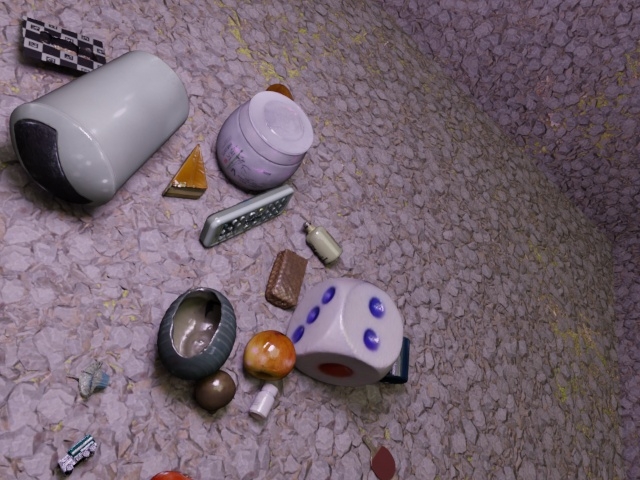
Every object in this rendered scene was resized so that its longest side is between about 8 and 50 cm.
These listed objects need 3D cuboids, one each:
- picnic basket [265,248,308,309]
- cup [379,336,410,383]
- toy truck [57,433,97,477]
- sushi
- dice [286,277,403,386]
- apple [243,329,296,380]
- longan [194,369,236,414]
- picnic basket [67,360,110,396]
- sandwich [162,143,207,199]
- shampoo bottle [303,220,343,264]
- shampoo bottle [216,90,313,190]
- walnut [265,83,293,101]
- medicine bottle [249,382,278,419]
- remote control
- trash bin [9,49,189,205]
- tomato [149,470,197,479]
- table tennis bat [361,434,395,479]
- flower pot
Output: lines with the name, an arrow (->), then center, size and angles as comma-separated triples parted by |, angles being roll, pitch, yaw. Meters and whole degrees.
picnic basket -> -0.102, 0.119, 1.507 | 0.110, 0.055, 0.193 | 30, 51, -22
cup -> 0.253, 0.404, 1.592 | 0.150, 0.113, 0.138 | 23, 57, -25
toy truck -> -0.521, 0.460, 1.022 | 0.044, 0.039, 0.083 | 43, 45, 10
sushi -> -0.731, -0.530, 1.359 | 0.215, 0.050, 0.192 | 6, 48, -40
dice -> 0.070, 0.274, 1.424 | 0.243, 0.259, 0.251 | 33, 50, -23
apple -> -0.139, 0.315, 1.322 | 0.147, 0.146, 0.146 | 17, 58, -30
longan -> -0.268, 0.389, 1.218 | 0.106, 0.106, 0.119 | -15, 116, -41
picnic basket -> -0.525, 0.312, 1.082 | 0.083, 0.065, 0.083 | 37, 51, -45
sandwich -> -0.412, -0.213, 1.420 | 0.114, 0.079, 0.163 | 2, 68, -38
shampoo bottle -> 0.000, 0.000, 1.627 | 0.162, 0.079, 0.079 | 50, 48, -6
shampoo bottle -> -0.181, -0.311, 1.523 | 0.273, 0.266, 0.272 | 17, 57, -29
walnut -> -0.153, -0.481, 1.745 | 0.116, 0.116, 0.207 | 4, 73, -36
medicine bottle -> -0.154, 0.440, 1.301 | 0.052, 0.052, 0.089 | 41, 49, -14
remote control -> -0.224, -0.087, 1.470 | 0.065, 0.128, 0.335 | 49, 46, 11
trash bin -> -0.556, -0.289, 1.224 | 0.280, 0.280, 0.432 | 41, 46, -13
tomato -> -0.319, 0.596, 1.070 | 0.159, 0.091, 0.139 | 38, 51, -19
table tennis bat -> 0.177, 0.666, 1.468 | 0.087, 0.013, 0.156 | -38, 95, -40
flower pot -> -0.308, 0.234, 1.201 | 0.190, 0.157, 0.243 | 12, 43, -4
